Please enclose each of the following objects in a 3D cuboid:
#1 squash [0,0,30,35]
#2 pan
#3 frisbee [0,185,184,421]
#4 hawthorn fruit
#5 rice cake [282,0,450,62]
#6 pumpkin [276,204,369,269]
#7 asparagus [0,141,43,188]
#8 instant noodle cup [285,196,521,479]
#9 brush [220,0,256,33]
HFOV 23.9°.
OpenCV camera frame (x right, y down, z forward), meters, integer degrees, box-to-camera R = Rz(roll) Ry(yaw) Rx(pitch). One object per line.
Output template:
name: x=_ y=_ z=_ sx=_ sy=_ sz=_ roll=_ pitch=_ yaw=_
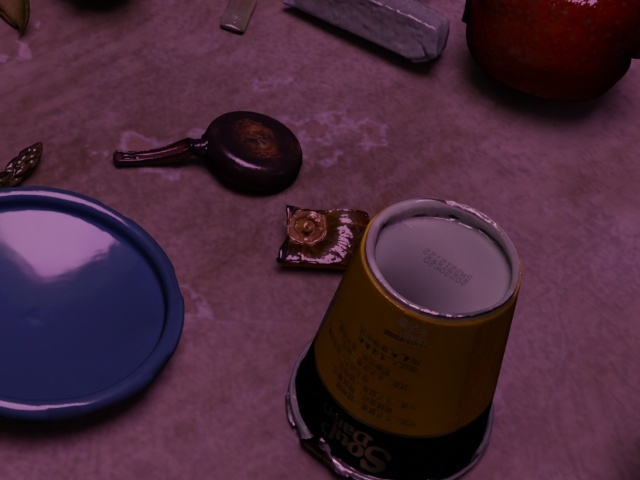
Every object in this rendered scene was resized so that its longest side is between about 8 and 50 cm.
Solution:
squash: x=-0.419 y=-0.366 z=1.758 sx=0.169 sy=0.093 sz=0.252 roll=9 pitch=46 yaw=-29
pan: x=-0.122 y=-0.102 z=1.667 sx=0.212 sy=0.040 sz=0.115 roll=-1 pitch=45 yaw=-15
frisbee: x=-0.277 y=0.065 z=1.479 sx=0.289 sy=0.049 sz=0.289 roll=9 pitch=47 yaw=-10
hawthorn fruit: x=0.297 y=-0.260 z=1.806 sx=0.250 sy=0.215 sz=0.215 roll=30 pitch=50 yaw=3
rice cake: x=0.062 y=-0.280 z=1.843 sx=0.206 sy=0.063 sz=0.069 roll=27 pitch=31 yaw=13
pumpkin: x=0.001 y=0.001 z=1.615 sx=0.101 sy=0.035 sz=0.073 roll=8 pitch=60 yaw=-12
asparagus: x=-0.373 y=-0.040 z=1.560 sx=0.236 sy=0.027 sz=0.034 roll=-34 pitch=75 yaw=-34
instant noodle cup: x=0.087 y=0.089 z=1.427 sx=0.216 sy=0.236 sz=0.215 roll=6 pitch=47 yaw=-7
brush: x=-0.086 y=-0.322 z=1.870 sx=0.033 sy=0.030 sz=0.178 roll=22 pitch=48 yaw=-7
